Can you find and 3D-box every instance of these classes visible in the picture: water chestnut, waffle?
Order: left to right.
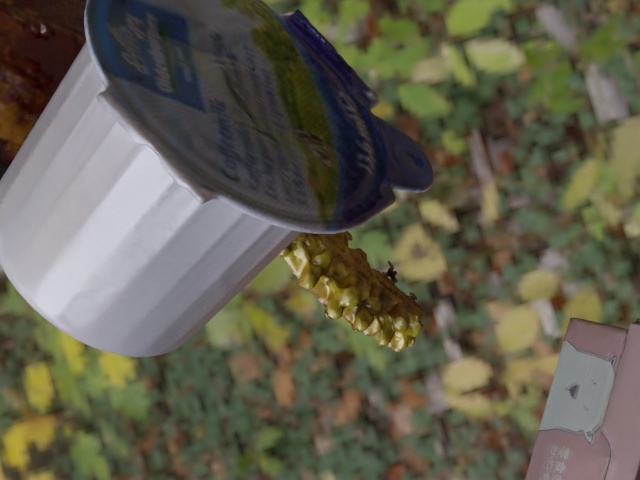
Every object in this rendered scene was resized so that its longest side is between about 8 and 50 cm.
[{"bbox_3d":[-0.323,-0.118,1.680,0.350,0.350,0.302,113,-179,-76],"label":"water chestnut"},{"bbox_3d":[0.000,0.000,2.209,0.293,0.069,0.260,50,-167,31],"label":"waffle"}]

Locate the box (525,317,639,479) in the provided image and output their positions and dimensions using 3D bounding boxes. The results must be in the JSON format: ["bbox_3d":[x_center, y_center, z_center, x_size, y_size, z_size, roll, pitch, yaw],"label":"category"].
[{"bbox_3d":[0.227,0.172,1.256,0.086,0.215,0.215,13,86,44],"label":"box"}]

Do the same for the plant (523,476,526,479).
[{"bbox_3d":[0.291,0.277,2.303,0.087,0.085,0.174,-113,30,-64],"label":"plant"}]

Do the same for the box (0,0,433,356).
[{"bbox_3d":[-0.093,-0.042,1.361,0.206,0.291,0.262,-46,42,32],"label":"box"}]
